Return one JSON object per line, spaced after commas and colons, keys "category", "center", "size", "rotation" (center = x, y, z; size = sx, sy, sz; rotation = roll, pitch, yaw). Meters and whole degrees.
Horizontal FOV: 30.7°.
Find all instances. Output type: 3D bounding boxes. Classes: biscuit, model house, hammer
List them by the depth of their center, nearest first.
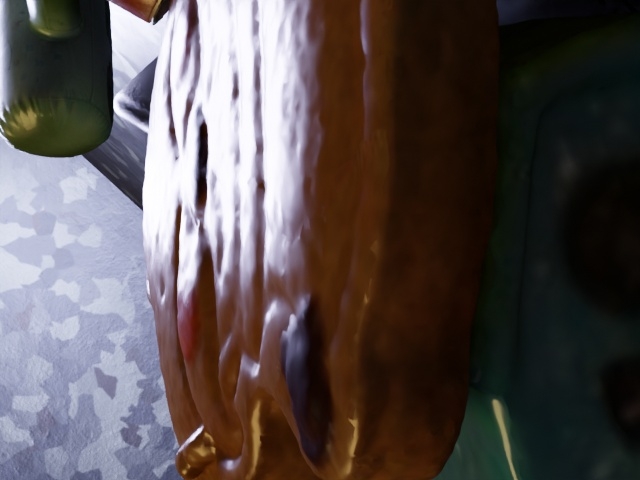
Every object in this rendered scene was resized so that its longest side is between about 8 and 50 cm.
{"category": "model house", "center": [0.106, 0.020, 0.587], "size": [0.303, 0.215, 0.237], "rotation": [67, 164, -13]}
{"category": "biscuit", "center": [-0.034, -0.040, 0.616], "size": [0.078, 0.350, 0.455], "rotation": [6, 164, -18]}
{"category": "hammer", "center": [-0.256, -0.232, 1.069], "size": [0.335, 0.119, 0.206], "rotation": [102, 161, -62]}

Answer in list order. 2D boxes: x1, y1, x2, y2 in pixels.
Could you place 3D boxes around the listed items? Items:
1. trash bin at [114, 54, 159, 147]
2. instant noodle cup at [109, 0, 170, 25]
{"category": "trash bin", "center": [-0.097, -0.096, 1.107], "size": [0.165, 0.115, 0.225], "rotation": [48, 170, -25]}
{"category": "instant noodle cup", "center": [-0.144, -0.221, 0.789], "size": [0.136, 0.127, 0.127], "rotation": [35, 171, -7]}
